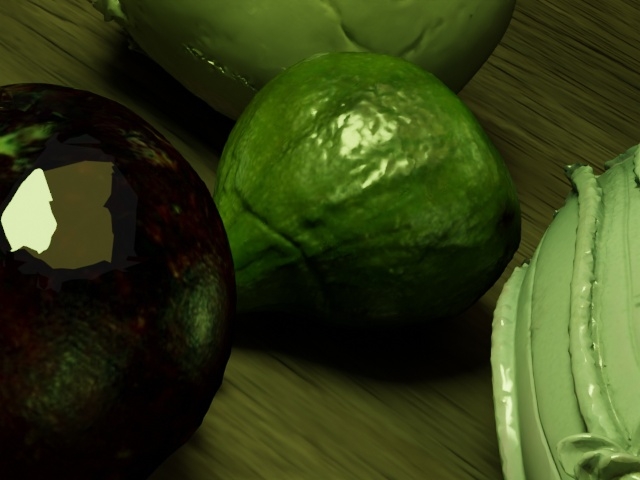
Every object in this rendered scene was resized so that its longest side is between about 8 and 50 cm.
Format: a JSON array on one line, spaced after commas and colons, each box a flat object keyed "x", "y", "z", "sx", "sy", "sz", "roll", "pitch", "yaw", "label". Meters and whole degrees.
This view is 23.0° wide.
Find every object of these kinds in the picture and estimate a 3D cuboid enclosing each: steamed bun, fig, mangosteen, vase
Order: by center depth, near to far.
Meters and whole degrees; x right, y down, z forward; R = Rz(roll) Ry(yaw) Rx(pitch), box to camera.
[{"x": -0.132, "y": 0.045, "z": 0.838, "sx": 0.231, "sy": 0.231, "sz": 0.289, "roll": 48, "pitch": 9, "yaw": 37, "label": "mangosteen"}, {"x": 0.211, "y": 0.138, "z": 0.846, "sx": 0.250, "sy": 0.250, "sz": 0.445, "roll": 17, "pitch": 36, "yaw": -3, "label": "vase"}, {"x": 0.000, "y": 0.000, "z": 1.015, "sx": 0.203, "sy": 0.203, "sz": 0.235, "roll": 38, "pitch": 67, "yaw": 27, "label": "fig"}, {"x": -0.022, "y": -0.197, "z": 1.174, "sx": 0.312, "sy": 0.233, "sz": 0.334, "roll": 38, "pitch": -1, "yaw": 10, "label": "steamed bun"}]
